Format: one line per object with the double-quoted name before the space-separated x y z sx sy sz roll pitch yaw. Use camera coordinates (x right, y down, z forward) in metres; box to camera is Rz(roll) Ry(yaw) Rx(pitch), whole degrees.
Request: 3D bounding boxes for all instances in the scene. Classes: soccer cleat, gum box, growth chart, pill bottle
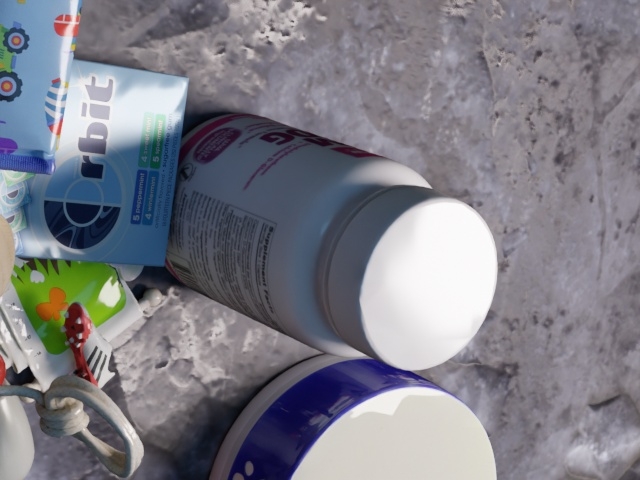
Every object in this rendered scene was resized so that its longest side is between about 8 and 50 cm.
"soccer cleat" -0.187 0.083 1.513 0.035 0.029 0.083 -31 124 -38
"gum box" -0.193 -0.063 1.455 0.184 0.041 0.157 6 93 -44
"growth chart" -0.233 0.013 1.486 0.172 0.021 0.237 -46 126 -18
"pill bottle" 0.000 0.000 1.487 0.160 0.283 0.160 -12 111 -34

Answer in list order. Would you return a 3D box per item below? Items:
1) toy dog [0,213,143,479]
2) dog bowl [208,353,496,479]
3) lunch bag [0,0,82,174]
"toy dog" -0.297 0.093 1.347 0.161 0.220 0.334 -47 124 -32
"dog bowl" 0.031 0.240 1.700 0.265 0.104 0.265 -12 110 -34
"lunch bag" -0.314 -0.177 1.231 0.293 0.138 0.221 4 104 -25
